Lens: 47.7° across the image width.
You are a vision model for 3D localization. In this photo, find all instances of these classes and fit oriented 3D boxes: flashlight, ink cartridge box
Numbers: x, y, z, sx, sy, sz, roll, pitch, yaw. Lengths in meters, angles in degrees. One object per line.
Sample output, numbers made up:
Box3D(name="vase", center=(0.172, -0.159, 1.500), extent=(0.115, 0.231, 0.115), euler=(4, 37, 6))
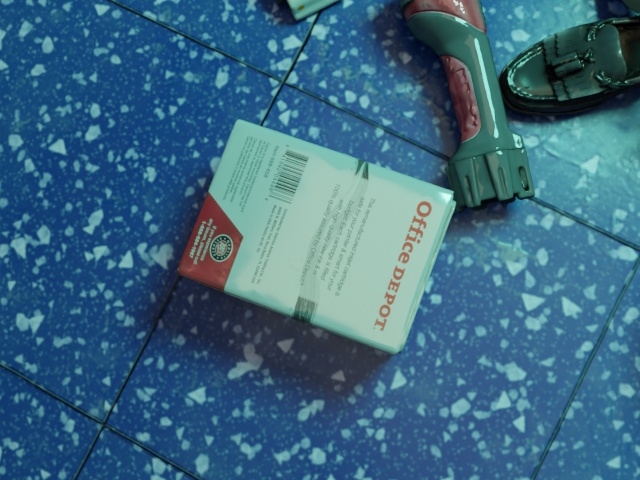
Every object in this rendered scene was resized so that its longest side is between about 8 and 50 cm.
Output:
Box3D(name="flashlight", center=(0.167, -0.189, 0.881), extent=(0.103, 0.103, 0.304), euler=(-9, 86, -25))
Box3D(name="ink cartridge box", center=(0.000, 0.000, 0.864), extent=(0.272, 0.114, 0.197), euler=(20, 85, 9))

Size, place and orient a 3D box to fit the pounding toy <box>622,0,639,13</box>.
Box3D(name="pounding toy", center=(0.429, -0.340, 0.783), extent=(0.110, 0.237, 0.183), euler=(-7, 110, -13))

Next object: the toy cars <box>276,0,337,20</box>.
Box3D(name="toy cars", center=(-0.014, -0.490, 0.940), extent=(0.176, 0.087, 0.394), euler=(14, 85, 8))

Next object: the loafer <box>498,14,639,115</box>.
Box3D(name="loafer", center=(0.366, -0.228, 0.861), extent=(0.302, 0.095, 0.109), euler=(-12, 81, 5))
